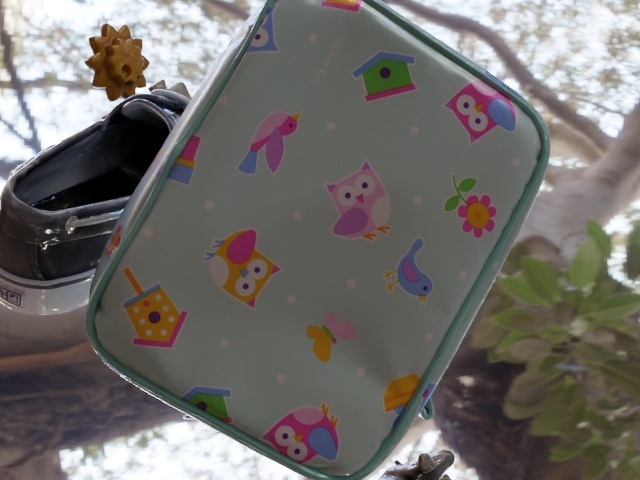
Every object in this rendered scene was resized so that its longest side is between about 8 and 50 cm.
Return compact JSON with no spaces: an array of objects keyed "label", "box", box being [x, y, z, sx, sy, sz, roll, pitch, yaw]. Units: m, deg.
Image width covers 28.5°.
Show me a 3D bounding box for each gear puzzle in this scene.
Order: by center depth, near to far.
[{"label":"gear puzzle","box":[-0.160,-0.087,1.398,0.044,0.175,0.339,-5,-65,40]}]

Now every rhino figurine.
[{"label":"rhino figurine","box":[0.103,0.305,1.526,0.106,0.243,0.073,-36,-93,25]}]

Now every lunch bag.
[{"label":"lunch bag","box":[0.000,0.000,0.776,0.279,0.224,0.108,-60,-169,-2]}]

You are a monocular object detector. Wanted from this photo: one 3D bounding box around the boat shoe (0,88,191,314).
[{"label":"boat shoe","box":[-0.116,-0.057,0.901,0.108,0.301,0.102,36,-49,21]}]
